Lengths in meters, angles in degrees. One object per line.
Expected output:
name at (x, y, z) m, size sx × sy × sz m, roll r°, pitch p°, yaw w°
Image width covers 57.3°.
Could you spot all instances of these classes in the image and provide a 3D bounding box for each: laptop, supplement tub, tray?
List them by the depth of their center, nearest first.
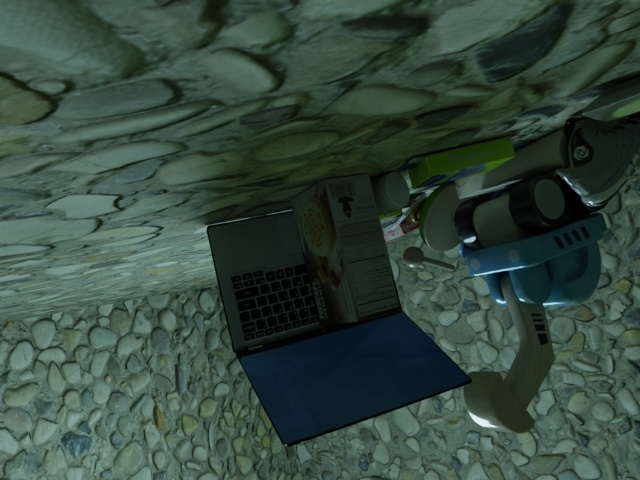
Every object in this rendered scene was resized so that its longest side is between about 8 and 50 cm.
tray at (0.507, -0.226, 0.796) m, size 0.270 × 0.030 × 0.145 m, roll -18°, pitch 175°, yaw 39°
supplement tub at (0.106, -0.082, 1.103) m, size 0.071 × 0.071 × 0.107 m, roll -9°, pitch 173°, yaw -45°
laptop at (0.026, 0.118, 1.134) m, size 0.381 × 0.408 × 0.236 m, roll -12°, pitch 176°, yaw -23°

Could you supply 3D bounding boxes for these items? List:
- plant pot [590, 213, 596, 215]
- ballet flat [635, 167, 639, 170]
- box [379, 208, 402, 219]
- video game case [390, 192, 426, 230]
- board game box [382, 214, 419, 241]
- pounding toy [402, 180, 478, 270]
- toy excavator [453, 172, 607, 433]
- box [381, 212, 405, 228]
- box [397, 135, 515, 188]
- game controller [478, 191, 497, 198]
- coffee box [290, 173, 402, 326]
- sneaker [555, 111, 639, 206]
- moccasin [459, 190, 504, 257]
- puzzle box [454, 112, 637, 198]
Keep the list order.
plant pot at (1.112, -0.080, 2.780) m, size 0.333 × 0.334 × 0.305 m, roll -10°, pitch 163°, yaw -36°
ballet flat at (0.872, -0.215, 1.745) m, size 0.206 × 0.067 × 0.073 m, roll -16°, pitch 176°, yaw 31°
box at (0.163, -0.071, 1.567) m, size 0.105 × 0.043 × 0.179 m, roll -15°, pitch 174°, yaw 3°
video game case at (0.230, -0.075, 1.538) m, size 0.087 × 0.011 × 0.122 m, roll -44°, pitch 174°, yaw -17°
board game box at (0.284, -0.065, 1.709) m, size 0.193 × 0.045 × 0.147 m, roll -27°, pitch 179°, yaw -17°
pounding toy at (0.284, -0.051, 1.466) m, size 0.183 × 0.237 × 0.110 m, roll 5°, pitch -160°, yaw -38°
toy excavator at (0.427, 0.105, 1.179) m, size 0.432 × 0.445 × 0.222 m, roll -17°, pitch 177°, yaw -30°
box at (0.292, -0.061, 1.996) m, size 0.220 × 0.051 × 0.175 m, roll -17°, pitch 174°, yaw 36°
box at (0.236, -0.134, 1.033) m, size 0.178 × 0.042 × 0.109 m, roll -14°, pitch 175°, yaw -9°
game controller at (0.636, -0.155, 1.787) m, size 0.319 × 0.067 × 0.166 m, roll -19°, pitch 173°, yaw 43°
coffee box at (0.041, 0.021, 1.050) m, size 0.098 × 0.247 × 0.141 m, roll -10°, pitch 175°, yaw -29°
sneaker at (0.474, -0.178, 0.954) m, size 0.229 × 0.132 × 0.086 m, roll -50°, pitch 179°, yaw 0°
moccasin at (0.483, -0.063, 1.482) m, size 0.342 × 0.117 × 0.138 m, roll -43°, pitch 148°, yaw -25°
puzzle box at (0.504, -0.177, 1.232) m, size 0.272 × 0.052 × 0.409 m, roll -12°, pitch 175°, yaw -22°
